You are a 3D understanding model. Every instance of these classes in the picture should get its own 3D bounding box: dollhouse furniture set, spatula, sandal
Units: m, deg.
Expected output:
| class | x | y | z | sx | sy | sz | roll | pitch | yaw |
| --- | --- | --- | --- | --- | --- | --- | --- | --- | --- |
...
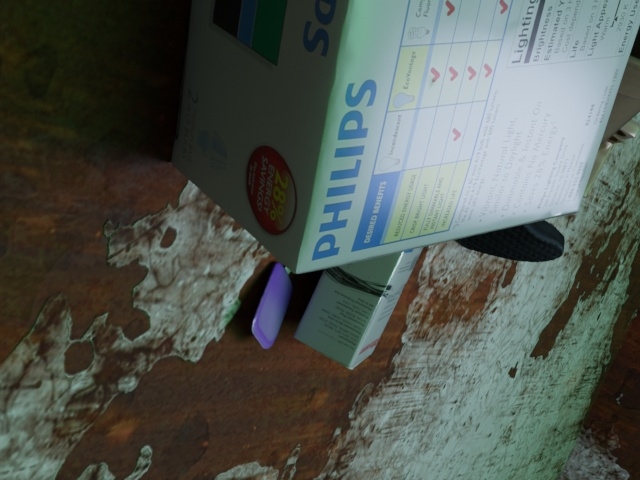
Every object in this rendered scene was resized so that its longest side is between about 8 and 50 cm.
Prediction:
| class | x | y | z | sx | sy | sz | roll | pitch | yaw |
| --- | --- | --- | --- | --- | --- | --- | --- | --- | --- |
| dollhouse furniture set | 0.461 | -0.163 | 1.784 | 0.123 | 0.144 | 0.151 | -62 | -171 | -3 |
| spatula | 0.000 | 0.000 | 1.240 | 0.296 | 0.030 | 0.084 | -54 | 153 | -18 |
| sandal | 0.273 | -0.060 | 1.539 | 0.446 | 0.167 | 0.107 | 39 | 61 | -63 |

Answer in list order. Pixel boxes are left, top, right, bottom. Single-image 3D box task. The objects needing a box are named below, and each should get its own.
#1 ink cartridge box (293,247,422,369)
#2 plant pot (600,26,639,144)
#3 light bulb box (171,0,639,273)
| class | x | y | z | sx | sy | sz | roll | pitch | yaw |
| --- | --- | --- | --- | --- | --- | --- | --- | --- | --- |
| ink cartridge box | 0.058 | 0.044 | 1.281 | 0.203 | 0.086 | 0.148 | -65 | 168 | 8 |
| plant pot | 0.376 | -0.241 | 1.498 | 0.263 | 0.263 | 0.229 | -30 | 156 | -48 |
| light bulb box | 0.087 | -0.199 | 0.912 | 0.361 | 0.225 | 0.358 | -11 | 125 | -36 |
